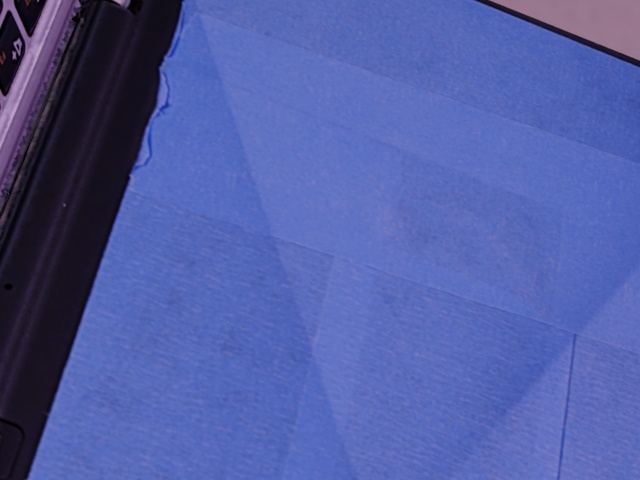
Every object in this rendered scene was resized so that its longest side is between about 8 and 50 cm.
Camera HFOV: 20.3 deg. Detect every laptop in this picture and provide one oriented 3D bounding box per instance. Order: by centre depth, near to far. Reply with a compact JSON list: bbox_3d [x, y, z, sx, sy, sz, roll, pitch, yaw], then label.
[{"bbox_3d":[0.000,0.000,0.304,0.236,0.408,0.382,-2,48,17],"label":"laptop"}]
